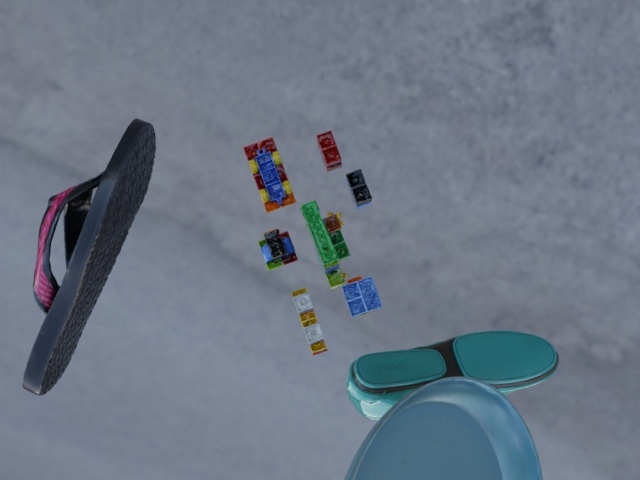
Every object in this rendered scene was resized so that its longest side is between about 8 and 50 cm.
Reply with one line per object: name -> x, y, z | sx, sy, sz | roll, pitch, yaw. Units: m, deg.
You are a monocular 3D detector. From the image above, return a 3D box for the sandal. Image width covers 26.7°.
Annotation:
sandal -> -0.139, 0.009, 0.747 | 0.040, 0.067, 0.179 | 30, 117, 5

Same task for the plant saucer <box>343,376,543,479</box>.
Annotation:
plant saucer -> 0.112, 0.290, 1.324 | 0.044, 0.317, 0.317 | 1, 144, 45

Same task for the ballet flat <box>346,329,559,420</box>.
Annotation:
ballet flat -> 0.147, 0.157, 1.547 | 0.247, 0.083, 0.087 | -6, 142, -11

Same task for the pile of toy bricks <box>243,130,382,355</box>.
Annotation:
pile of toy bricks -> 0.000, 0.000, 1.337 | 0.118, 0.212, 0.105 | -19, 170, -2
